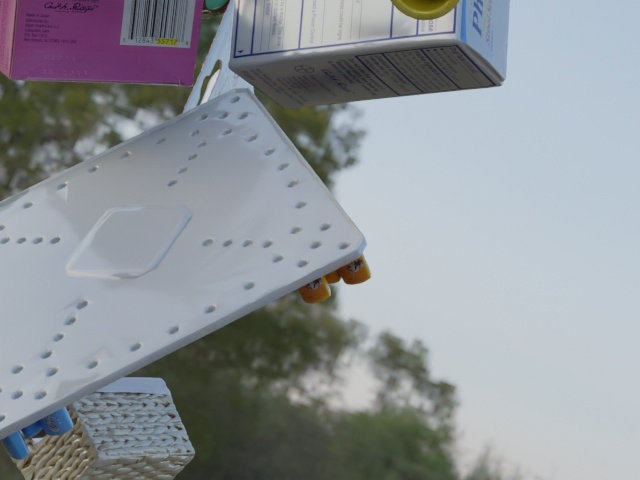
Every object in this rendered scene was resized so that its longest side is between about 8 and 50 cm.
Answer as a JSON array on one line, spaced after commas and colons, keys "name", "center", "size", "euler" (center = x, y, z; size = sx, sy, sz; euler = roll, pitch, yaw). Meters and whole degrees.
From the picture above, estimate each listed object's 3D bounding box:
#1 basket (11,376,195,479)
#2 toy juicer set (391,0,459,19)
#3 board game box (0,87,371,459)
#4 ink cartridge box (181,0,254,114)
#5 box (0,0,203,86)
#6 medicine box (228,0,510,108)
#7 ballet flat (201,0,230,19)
[{"name": "basket", "center": [-0.229, 0.217, 1.664], "size": [0.167, 0.113, 0.103], "euler": [7, 43, -53]}, {"name": "toy juicer set", "center": [-0.026, -0.310, 1.311], "size": [0.329, 0.209, 0.089], "euler": [12, 17, 14]}, {"name": "board game box", "center": [-0.185, 0.018, 1.588], "size": [0.390, 0.390, 0.050], "euler": [54, -11, 56]}, {"name": "ink cartridge box", "center": [-0.187, -0.133, 2.324], "size": [0.091, 0.308, 0.385], "euler": [12, -31, 13]}, {"name": "box", "center": [-0.278, -0.263, 1.775], "size": [0.213, 0.117, 0.243], "euler": [-1, 20, -28]}, {"name": "medicine box", "center": [0.059, -0.306, 1.795], "size": [0.289, 0.264, 0.149], "euler": [-3, -16, 25]}, {"name": "ballet flat", "center": [-0.153, -0.368, 2.367], "size": [0.070, 0.070, 0.188], "euler": [27, -12, -29]}]
